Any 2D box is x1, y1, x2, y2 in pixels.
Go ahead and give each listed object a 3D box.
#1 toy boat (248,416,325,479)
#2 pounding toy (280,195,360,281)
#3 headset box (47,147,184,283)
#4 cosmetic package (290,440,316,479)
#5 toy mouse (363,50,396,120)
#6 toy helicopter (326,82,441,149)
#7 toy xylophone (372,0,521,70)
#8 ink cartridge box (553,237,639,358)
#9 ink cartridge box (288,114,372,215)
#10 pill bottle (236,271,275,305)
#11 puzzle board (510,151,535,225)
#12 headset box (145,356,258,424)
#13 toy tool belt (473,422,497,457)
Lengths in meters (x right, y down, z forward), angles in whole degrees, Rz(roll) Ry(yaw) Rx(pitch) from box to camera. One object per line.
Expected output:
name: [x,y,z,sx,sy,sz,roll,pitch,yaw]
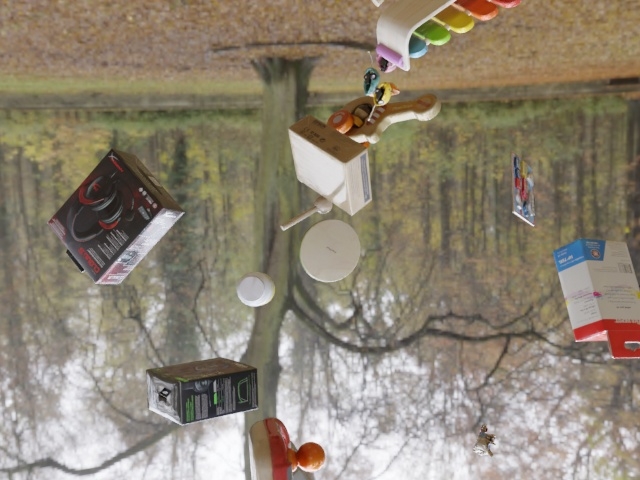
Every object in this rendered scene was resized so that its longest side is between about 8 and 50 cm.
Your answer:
toy boat: [-0.065,0.444,1.446,0.151,0.151,0.231,-4,-177,-9]
pounding toy: [0.000,0.000,2.069,0.183,0.237,0.110,-35,-163,-10]
headset box: [-0.521,-0.046,1.785,0.218,0.293,0.110,48,-169,15]
cosmetic package: [-0.078,0.720,2.158,0.107,0.127,0.238,-37,-172,-6]
toy mouse: [0.135,-0.374,1.605,0.031,0.143,0.161,3,144,-26]
toy helicopter: [0.205,-0.397,2.178,0.355,0.235,0.140,-3,143,35]
toy xylophone: [0.244,-0.491,1.461,0.322,0.081,0.236,-30,-138,2]
ink cartridge box: [0.543,0.118,1.364,0.134,0.231,0.078,4,157,-29]
ink cartridge box: [0.027,-0.208,1.950,0.088,0.193,0.234,-38,-127,-23]
pill bottle: [-0.194,0.145,2.137,0.103,0.103,0.184,-1,176,2]
puzzle board: [0.407,-0.103,1.428,0.011,0.128,0.096,-11,158,39]
headset box: [-0.374,0.457,2.190,0.283,0.131,0.246,-4,-177,-36]
toy tool belt: [0.423,0.511,1.812,0.051,0.052,0.083,25,-140,12]
